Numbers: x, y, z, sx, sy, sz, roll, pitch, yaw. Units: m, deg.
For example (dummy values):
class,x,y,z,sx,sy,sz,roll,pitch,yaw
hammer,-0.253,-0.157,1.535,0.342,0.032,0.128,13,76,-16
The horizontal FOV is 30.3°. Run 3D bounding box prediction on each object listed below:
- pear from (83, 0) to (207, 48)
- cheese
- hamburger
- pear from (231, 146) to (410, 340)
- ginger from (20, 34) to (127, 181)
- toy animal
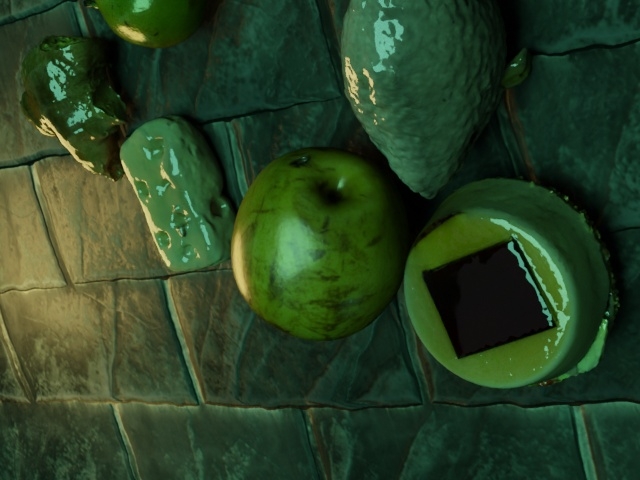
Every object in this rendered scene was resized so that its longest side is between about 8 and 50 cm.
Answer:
class,x,y,z,sx,sy,sz,roll,pitch,yaw
pear,-0.275,-0.373,1.798,0.216,0.166,0.180,-17,114,27
cheese,-0.234,-0.076,1.956,0.159,0.093,0.263,-12,101,39
hamburger,0.253,0.059,1.592,0.302,0.170,0.302,12,112,32
pear,0.000,0.000,1.692,0.281,0.281,0.280,16,119,32
ginger,-0.417,-0.217,2.010,0.219,0.123,0.270,0,110,35
toy animal,0.133,-0.238,1.497,0.188,0.226,0.358,27,153,33
